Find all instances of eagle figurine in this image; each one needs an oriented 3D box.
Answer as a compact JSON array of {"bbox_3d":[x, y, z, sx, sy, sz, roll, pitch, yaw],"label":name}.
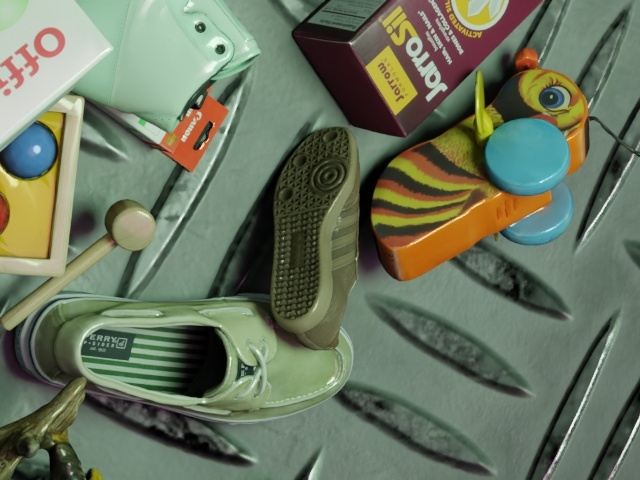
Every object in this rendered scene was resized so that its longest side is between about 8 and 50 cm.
[{"bbox_3d":[-0.168,0.253,1.271,0.225,0.226,0.298,-45,119,-43],"label":"eagle figurine"}]

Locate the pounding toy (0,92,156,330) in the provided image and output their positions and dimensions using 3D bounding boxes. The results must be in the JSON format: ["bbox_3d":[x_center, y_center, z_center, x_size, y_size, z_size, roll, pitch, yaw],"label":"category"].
[{"bbox_3d":[-0.207,-0.017,1.210,0.206,0.094,0.181,4,98,-24],"label":"pounding toy"}]

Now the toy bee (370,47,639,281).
[{"bbox_3d":[0.170,-0.077,1.473,0.298,0.162,0.195,-8,142,-20],"label":"toy bee"}]

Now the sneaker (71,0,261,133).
[{"bbox_3d":[-0.090,-0.202,1.242,0.151,0.094,0.256,31,91,-2],"label":"sneaker"}]

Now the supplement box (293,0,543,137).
[{"bbox_3d":[0.085,-0.186,1.412,0.188,0.081,0.104,-46,123,-18],"label":"supplement box"}]

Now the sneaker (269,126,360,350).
[{"bbox_3d":[0.000,0.000,1.389,0.071,0.066,0.188,52,43,-51],"label":"sneaker"}]

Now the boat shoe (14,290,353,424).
[{"bbox_3d":[-0.089,0.097,1.345,0.302,0.094,0.109,5,98,-36],"label":"boat shoe"}]

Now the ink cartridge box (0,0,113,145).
[{"bbox_3d":[-0.292,-0.144,1.019,0.198,0.197,0.270,-42,100,-14],"label":"ink cartridge box"}]

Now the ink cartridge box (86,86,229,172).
[{"bbox_3d":[-0.117,-0.103,1.319,0.115,0.029,0.062,36,79,-35],"label":"ink cartridge box"}]
